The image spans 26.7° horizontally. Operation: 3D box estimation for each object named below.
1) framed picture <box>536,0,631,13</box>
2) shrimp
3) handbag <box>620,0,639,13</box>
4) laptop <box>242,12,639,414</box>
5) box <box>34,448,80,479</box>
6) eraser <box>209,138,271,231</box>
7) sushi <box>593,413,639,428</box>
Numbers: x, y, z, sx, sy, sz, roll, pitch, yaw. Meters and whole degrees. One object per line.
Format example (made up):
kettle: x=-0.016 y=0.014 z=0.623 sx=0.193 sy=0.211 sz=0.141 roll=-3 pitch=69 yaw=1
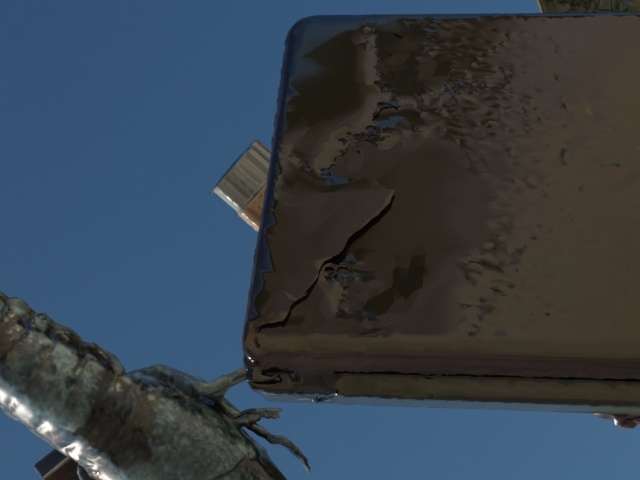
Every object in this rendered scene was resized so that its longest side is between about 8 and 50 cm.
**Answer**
framed picture: x=0.371 y=-0.259 z=1.715 sx=0.173 sy=0.010 sz=0.231 roll=-24 pitch=-79 yaw=-13
shrimp: x=-0.144 y=0.157 z=1.084 sx=0.410 sy=0.166 sz=0.221 roll=35 pitch=-88 yaw=-22
handbag: x=0.317 y=-0.459 z=1.481 sx=0.133 sy=0.401 sz=0.283 roll=-36 pitch=-15 yaw=-16
laptop: x=0.086 y=-0.014 z=0.421 sx=0.026 sy=0.207 sz=0.154 roll=84 pitch=-171 yaw=-51
box: x=-0.169 y=0.325 z=1.580 sx=0.180 sy=0.047 sz=0.325 roll=-39 pitch=-64 yaw=-14
eraser: x=0.000 y=0.000 z=1.691 sx=0.290 sy=0.171 sz=0.087 roll=42 pitch=-82 yaw=-6
sushi: x=0.429 y=0.132 z=1.929 sx=0.171 sy=0.270 sz=0.236 roll=-52 pitch=-10 yaw=-49
